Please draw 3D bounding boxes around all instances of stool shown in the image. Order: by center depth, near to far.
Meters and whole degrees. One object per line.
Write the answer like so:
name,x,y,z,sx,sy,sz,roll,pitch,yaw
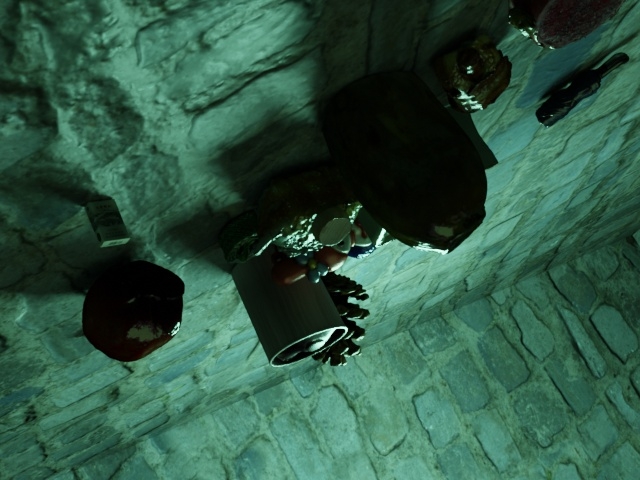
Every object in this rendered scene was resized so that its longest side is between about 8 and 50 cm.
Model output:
stool,0.212,-0.141,1.953,0.269,0.170,0.243,-22,163,-14

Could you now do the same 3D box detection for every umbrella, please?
umbrella,0.616,-0.366,2.090,0.248,0.071,0.071,-43,157,23

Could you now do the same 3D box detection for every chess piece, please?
chess piece,0.022,-0.028,1.787,0.083,0.038,0.084,-20,141,-18

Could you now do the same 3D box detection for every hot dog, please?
hot dog,0.302,-0.314,1.709,0.146,0.103,0.213,-31,160,15

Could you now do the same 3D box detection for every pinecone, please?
pinecone,0.023,0.220,2.548,0.244,0.309,0.244,-8,-169,2

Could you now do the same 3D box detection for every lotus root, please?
lotus root,0.170,-0.134,1.661,0.250,0.346,0.250,-31,161,-12

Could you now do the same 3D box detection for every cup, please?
cup,-0.057,0.153,2.215,0.288,0.273,0.208,-11,156,-41

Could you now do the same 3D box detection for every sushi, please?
sushi,-0.036,-0.064,1.868,0.274,0.139,0.184,-10,153,-34

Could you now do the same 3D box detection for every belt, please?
belt,-0.160,0.001,1.968,0.121,0.079,0.151,-8,155,-46

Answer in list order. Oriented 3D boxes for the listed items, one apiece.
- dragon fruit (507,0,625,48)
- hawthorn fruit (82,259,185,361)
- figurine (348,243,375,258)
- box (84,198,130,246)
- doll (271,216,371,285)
dragon fruit,0.419,-0.442,1.495,0.282,0.147,0.211,-26,153,-13
hawthorn fruit,-0.411,0.157,1.884,0.215,0.215,0.249,-12,164,-38
figurine,0.122,-0.020,2.233,0.262,0.121,0.164,-19,157,-29
box,-0.380,-0.031,1.569,0.054,0.083,0.024,-11,157,-40
doll,0.000,0.000,2.053,0.290,0.161,0.130,-29,174,-19
